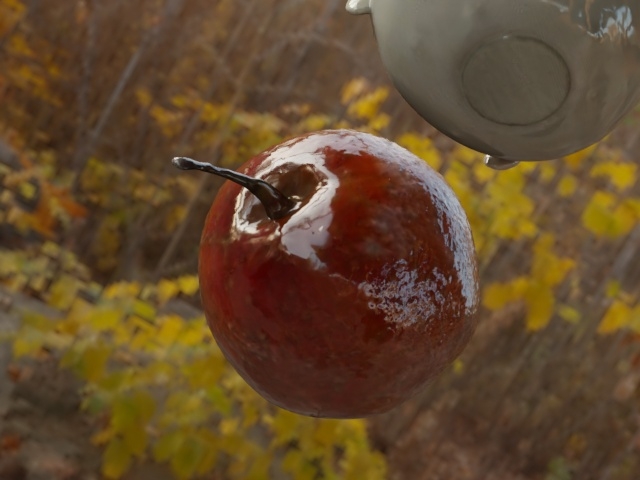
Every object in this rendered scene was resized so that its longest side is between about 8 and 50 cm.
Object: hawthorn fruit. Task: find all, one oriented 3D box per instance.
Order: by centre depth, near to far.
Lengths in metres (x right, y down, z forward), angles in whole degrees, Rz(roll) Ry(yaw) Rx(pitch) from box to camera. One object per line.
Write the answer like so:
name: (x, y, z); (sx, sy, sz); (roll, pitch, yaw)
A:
hawthorn fruit: (0.021, 0.023, 1.343); (0.231, 0.235, 0.263); (61, -18, 8)

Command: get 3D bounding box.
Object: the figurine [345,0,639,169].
figurine: (0.109, -0.229, 1.222); (0.274, 0.227, 0.394); (8, 39, -4)
